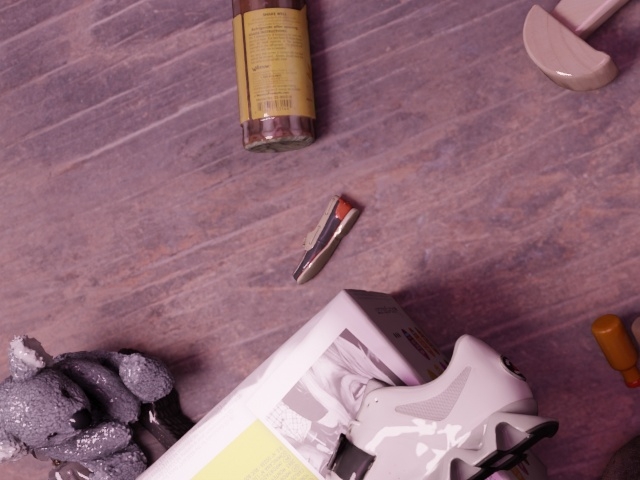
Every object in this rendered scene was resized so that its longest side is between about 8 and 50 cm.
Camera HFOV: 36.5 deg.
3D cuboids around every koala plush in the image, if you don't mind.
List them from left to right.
[{"bbox_3d":[-0.347,0.221,1.273,0.203,0.221,0.196,14,87,27],"label":"koala plush"}]

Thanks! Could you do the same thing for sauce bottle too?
[{"bbox_3d":[-0.070,-0.301,1.378,0.111,0.111,0.344,-4,87,14],"label":"sauce bottle"}]

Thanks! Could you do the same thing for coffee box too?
[{"bbox_3d":[0.047,0.294,1.197,0.338,0.337,0.334,-43,79,7],"label":"coffee box"}]

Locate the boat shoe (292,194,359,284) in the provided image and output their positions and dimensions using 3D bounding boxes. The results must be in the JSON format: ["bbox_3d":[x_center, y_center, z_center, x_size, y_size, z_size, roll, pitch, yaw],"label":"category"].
[{"bbox_3d":[0.000,0.000,1.376,0.043,0.049,0.137,36,93,17],"label":"boat shoe"}]

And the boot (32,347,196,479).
[{"bbox_3d":[-0.266,0.345,1.403,0.223,0.118,0.338,-42,67,12],"label":"boot"}]

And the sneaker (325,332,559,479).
[{"bbox_3d":[0.065,0.223,0.976,0.330,0.122,0.146,-38,62,9],"label":"sneaker"}]

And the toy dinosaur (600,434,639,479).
[{"bbox_3d":[0.410,0.339,1.218,0.160,0.121,0.313,12,94,1],"label":"toy dinosaur"}]

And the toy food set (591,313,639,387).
[{"bbox_3d":[0.476,0.104,1.227,0.232,0.111,0.104,-32,111,0],"label":"toy food set"}]

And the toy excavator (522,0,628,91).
[{"bbox_3d":[0.521,-0.368,1.207,0.445,0.222,0.433,18,92,28],"label":"toy excavator"}]
